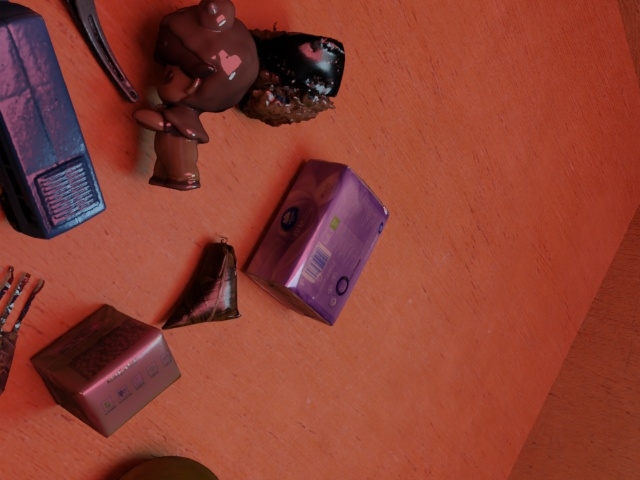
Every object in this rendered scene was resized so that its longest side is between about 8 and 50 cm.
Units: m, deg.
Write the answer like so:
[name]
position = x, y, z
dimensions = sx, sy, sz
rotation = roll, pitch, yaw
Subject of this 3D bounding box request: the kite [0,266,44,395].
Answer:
[kite]
position = -0.580, 0.168, 1.483
dimensions = 0.141, 0.015, 0.245
rotation = 38, 74, -50

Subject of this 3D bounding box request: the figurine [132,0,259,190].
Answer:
[figurine]
position = -0.237, -0.279, 1.578
dimensions = 0.203, 0.248, 0.380
rotation = 16, 90, -9

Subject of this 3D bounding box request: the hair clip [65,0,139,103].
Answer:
[hair clip]
position = -0.397, -0.367, 1.500
dimensions = 0.048, 0.083, 0.275
rotation = -54, 143, -30

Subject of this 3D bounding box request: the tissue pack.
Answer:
[tissue pack]
position = 0.000, 0.000, 1.987
dimensions = 0.242, 0.160, 0.338
rotation = 46, 66, -47

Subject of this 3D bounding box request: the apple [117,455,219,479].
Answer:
[apple]
position = -0.318, 0.604, 1.736
dimensions = 0.292, 0.254, 0.291
rotation = -11, 104, -47

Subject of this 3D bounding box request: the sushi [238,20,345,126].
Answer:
[sushi]
position = -0.061, -0.344, 1.774
dimensions = 0.239, 0.225, 0.218
rotation = 12, 103, -18

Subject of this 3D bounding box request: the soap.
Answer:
[soap]
position = -0.405, 0.244, 1.578
dimensions = 0.199, 0.182, 0.138
rotation = -39, 129, -34

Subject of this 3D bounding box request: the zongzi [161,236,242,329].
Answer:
[zongzi]
position = -0.262, 0.092, 1.785
dimensions = 0.184, 0.084, 0.187
rotation = -7, 100, -38

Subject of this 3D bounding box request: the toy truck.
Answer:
[toy truck]
position = -0.489, -0.197, 1.362
dimensions = 0.161, 0.162, 0.384
rotation = -34, 125, -36
